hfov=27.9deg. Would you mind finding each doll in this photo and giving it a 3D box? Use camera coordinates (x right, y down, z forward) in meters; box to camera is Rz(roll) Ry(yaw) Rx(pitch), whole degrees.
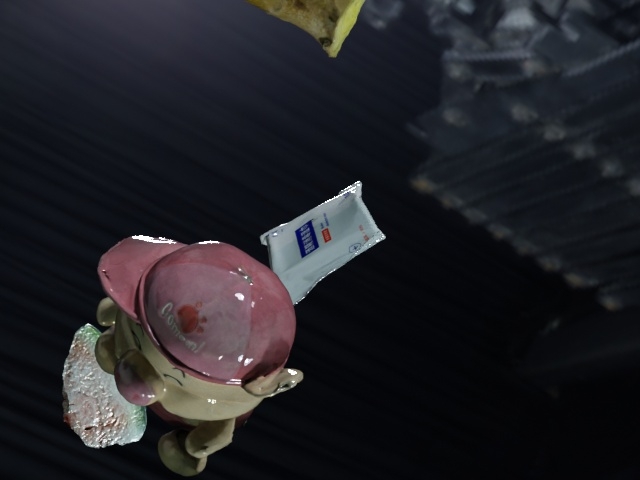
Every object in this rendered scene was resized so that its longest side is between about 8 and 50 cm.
[{"bbox_3d":[-0.117,0.093,1.138,0.256,0.196,0.152,119,-4,-60],"label":"doll"}]

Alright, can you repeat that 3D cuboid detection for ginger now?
[{"bbox_3d":[-0.063,-0.321,1.475,0.109,0.263,0.116,-51,175,13],"label":"ginger"}]

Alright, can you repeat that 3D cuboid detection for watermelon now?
[{"bbox_3d":[-0.289,0.183,1.673,0.081,0.094,0.180,21,-60,52],"label":"watermelon"}]

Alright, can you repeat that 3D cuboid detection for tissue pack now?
[{"bbox_3d":[0.000,0.000,1.271,0.123,0.026,0.193,-30,-161,4],"label":"tissue pack"}]
